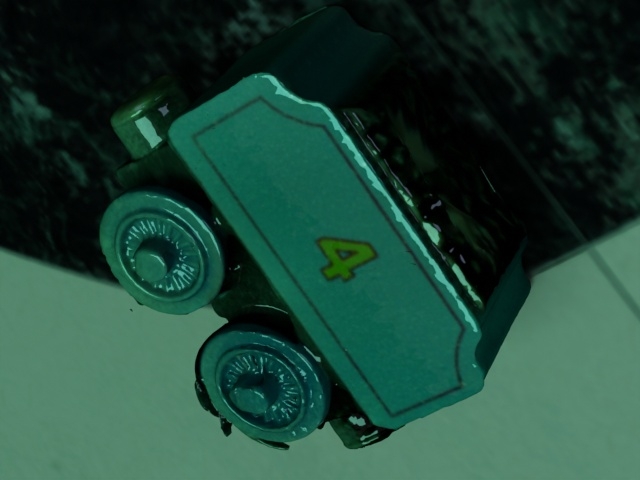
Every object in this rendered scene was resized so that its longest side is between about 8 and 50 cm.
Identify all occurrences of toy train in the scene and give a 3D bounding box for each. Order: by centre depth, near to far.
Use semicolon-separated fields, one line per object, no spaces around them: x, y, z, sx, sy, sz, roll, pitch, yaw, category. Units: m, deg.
0.000;0.000;0.771;0.154;0.107;0.198;-27;104;34;toy train
